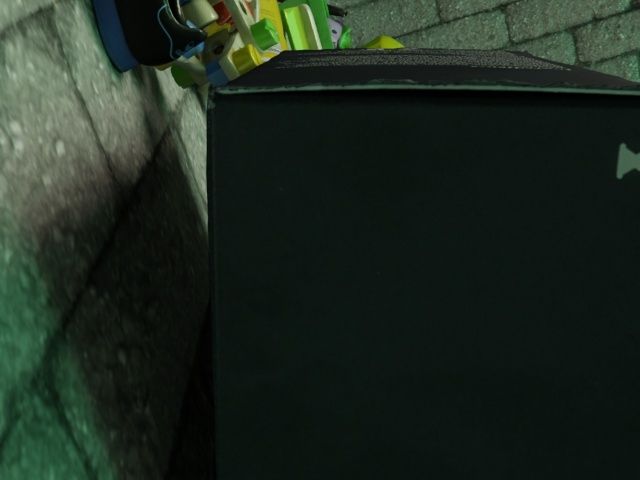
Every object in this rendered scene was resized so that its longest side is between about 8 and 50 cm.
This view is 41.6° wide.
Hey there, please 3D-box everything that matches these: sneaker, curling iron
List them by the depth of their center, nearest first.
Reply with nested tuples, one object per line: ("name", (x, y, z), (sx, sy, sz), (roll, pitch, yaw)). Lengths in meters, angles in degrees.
("sneaker", (-0.172, -0.274, 0.760), (0.081, 0.090, 0.232), (-79, 153, -75))
("curling iron", (-0.052, -0.577, 2.002), (0.274, 0.035, 0.068), (30, -39, 27))

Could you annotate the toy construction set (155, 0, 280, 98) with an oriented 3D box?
("toy construction set", (-0.112, -0.253, 0.957), (0.215, 0.151, 0.327), (64, 3, -2))

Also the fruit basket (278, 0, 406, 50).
("fruit basket", (0.070, -0.376, 1.862), (0.283, 0.392, 0.392), (65, 12, -55))

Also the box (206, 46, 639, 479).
("box", (0.083, 0.083, 0.745), (0.472, 0.297, 0.480), (-86, 177, -75))

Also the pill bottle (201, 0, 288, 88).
("pill bottle", (-0.103, -0.259, 1.197), (0.119, 0.119, 0.208), (58, 19, -69))

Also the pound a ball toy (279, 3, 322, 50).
("pound a ball toy", (-0.038, -0.247, 1.498), (0.208, 0.136, 0.319), (-30, 109, -47))
